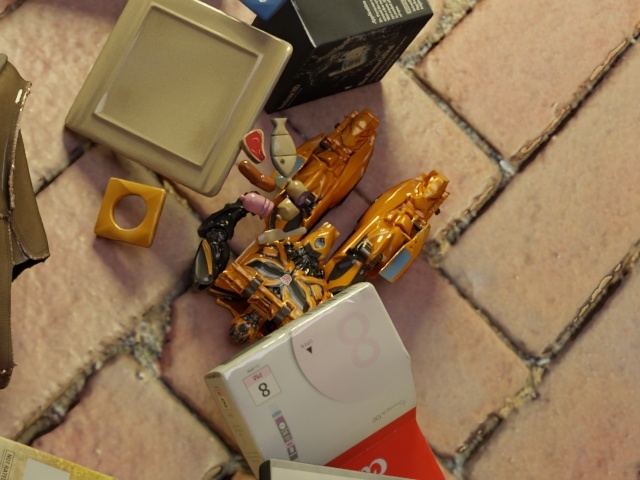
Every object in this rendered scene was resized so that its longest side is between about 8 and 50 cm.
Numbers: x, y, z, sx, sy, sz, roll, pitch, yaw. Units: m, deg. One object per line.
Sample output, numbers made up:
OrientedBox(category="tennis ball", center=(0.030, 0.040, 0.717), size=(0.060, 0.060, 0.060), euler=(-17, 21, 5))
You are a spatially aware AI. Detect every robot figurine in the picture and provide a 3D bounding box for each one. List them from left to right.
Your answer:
OrientedBox(category="robot figurine", center=(0.000, 0.000, 1.939), size=(0.211, 0.085, 0.291), euler=(40, 58, 2))

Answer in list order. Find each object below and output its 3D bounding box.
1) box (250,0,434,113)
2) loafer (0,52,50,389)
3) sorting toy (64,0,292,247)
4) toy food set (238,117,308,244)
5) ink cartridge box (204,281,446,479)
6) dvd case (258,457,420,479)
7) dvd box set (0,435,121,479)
OrientedBox(category="box", center=(0.014, -0.228, 2.013), size=(0.158, 0.156, 0.093), euler=(-18, 74, -28))
OrientedBox(category="loafer", center=(-0.331, -0.007, 1.800), size=(0.130, 0.134, 0.366), euler=(19, 65, -24))
OrientedBox(category="sorting toy", center=(-0.146, -0.156, 1.926), size=(0.196, 0.047, 0.347), euler=(26, 85, 17))
OrientedBox(category="toy food set", center=(-0.050, -0.061, 1.866), size=(0.078, 0.019, 0.122), euler=(-14, 88, -27))
OrientedBox(category="ink cartridge box", center=(0.019, 0.186, 1.826), size=(0.189, 0.066, 0.232), euler=(-30, 94, -25))
OrientedBox(category="dvd case", center=(0.026, 0.334, 1.750), size=(0.179, 0.029, 0.238), euler=(13, 61, -29))
OrientedBox(category="dvd box set", center=(-0.181, 0.372, 1.651), size=(0.420, 0.062, 0.307), euler=(23, 59, -24))
